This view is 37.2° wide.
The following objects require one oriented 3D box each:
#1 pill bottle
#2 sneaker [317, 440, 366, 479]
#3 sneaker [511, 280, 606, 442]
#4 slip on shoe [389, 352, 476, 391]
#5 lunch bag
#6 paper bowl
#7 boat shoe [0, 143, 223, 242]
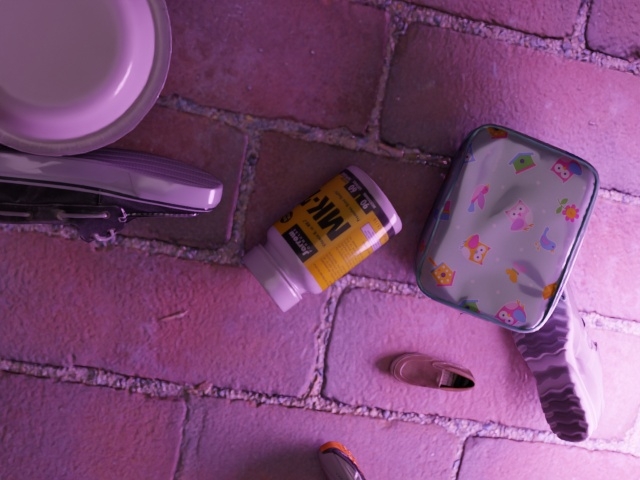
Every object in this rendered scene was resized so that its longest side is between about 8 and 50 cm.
[{"bbox_3d":[0.000,0.000,1.334,0.208,0.119,0.119,-38,107,-4],"label":"pill bottle"},{"bbox_3d":[0.037,0.433,1.440,0.121,0.099,0.263,-24,104,-3],"label":"sneaker"},{"bbox_3d":[0.377,0.166,1.485,0.115,0.105,0.282,-21,101,-47],"label":"sneaker"},{"bbox_3d":[0.174,0.207,1.455,0.135,0.041,0.052,16,97,-16],"label":"slip on shoe"},{"bbox_3d":[0.271,-0.012,1.381,0.224,0.108,0.279,21,96,-1],"label":"lunch bag"},{"bbox_3d":[-0.321,-0.242,1.138,0.284,0.148,0.284,-3,103,-13],"label":"paper bowl"},{"bbox_3d":[-0.301,-0.058,1.266,0.335,0.121,0.119,7,107,-4],"label":"boat shoe"}]
